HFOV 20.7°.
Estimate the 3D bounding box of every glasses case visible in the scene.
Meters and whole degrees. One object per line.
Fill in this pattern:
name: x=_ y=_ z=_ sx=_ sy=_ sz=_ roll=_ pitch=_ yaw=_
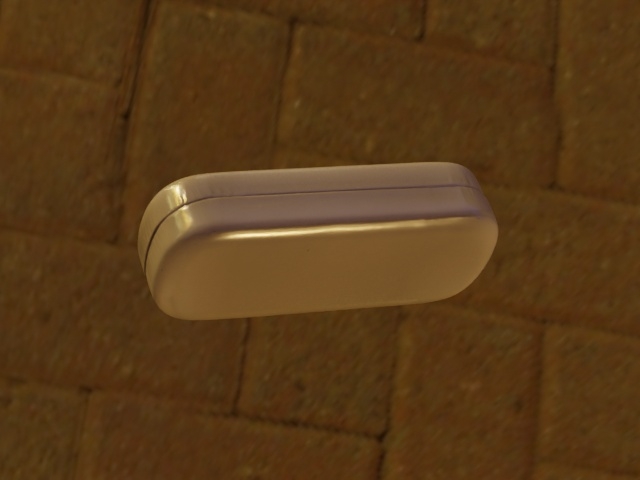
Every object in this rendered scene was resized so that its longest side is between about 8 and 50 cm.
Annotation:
glasses case: x=0.000 y=0.000 z=0.948 sx=0.196 sy=0.083 sz=0.050 roll=-3 pitch=52 yaw=-23
